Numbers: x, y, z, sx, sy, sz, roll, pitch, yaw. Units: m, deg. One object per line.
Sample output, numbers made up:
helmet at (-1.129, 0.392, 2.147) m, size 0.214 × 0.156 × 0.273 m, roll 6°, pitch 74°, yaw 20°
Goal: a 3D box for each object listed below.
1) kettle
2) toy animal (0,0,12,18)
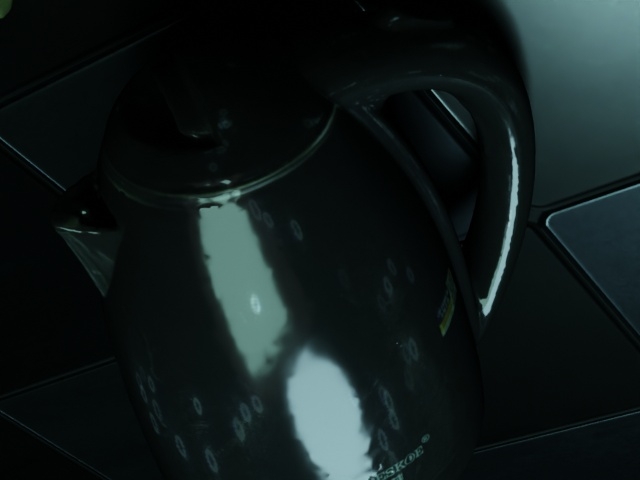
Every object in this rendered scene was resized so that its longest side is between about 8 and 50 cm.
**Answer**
kettle at (0.000, 0.000, 0.735) m, size 0.268 × 0.207 × 0.290 m, roll -24°, pitch 133°, yaw -10°
toy animal at (-0.243, -0.147, 0.643) m, size 0.101 × 0.103 × 0.219 m, roll 15°, pitch 154°, yaw 29°
